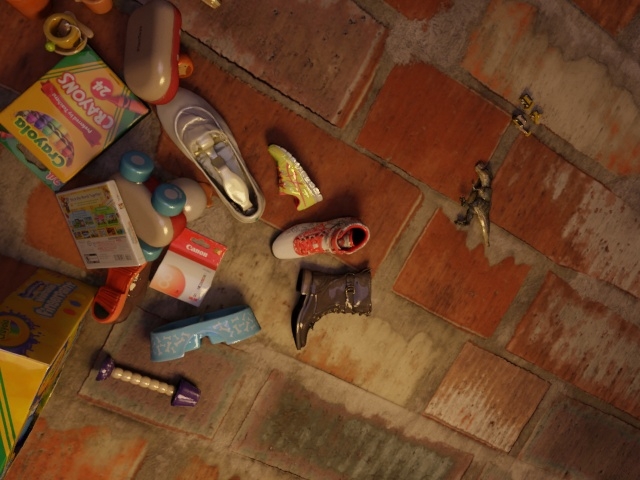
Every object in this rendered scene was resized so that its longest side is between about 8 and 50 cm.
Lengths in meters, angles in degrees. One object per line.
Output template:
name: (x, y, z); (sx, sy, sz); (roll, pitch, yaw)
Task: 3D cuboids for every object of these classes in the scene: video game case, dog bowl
video game case: (-0.533, -0.032, 1.149); (0.026, 0.227, 0.206); (-36, 115, -51)
dog bowl: (-0.311, 0.242, 1.275); (0.298, 0.166, 0.074); (-13, 93, -10)

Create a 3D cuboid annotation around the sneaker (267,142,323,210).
sneaker: (-0.084, -0.166, 1.275); (0.094, 0.081, 0.208); (-38, 108, -1)

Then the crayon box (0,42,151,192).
crayon box: (-0.594, -0.282, 1.128); (0.318, 0.081, 0.202); (-42, 108, -1)

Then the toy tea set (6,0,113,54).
toy tea set: (-0.534, -0.579, 1.021); (0.200, 0.124, 0.336); (35, 80, -1)

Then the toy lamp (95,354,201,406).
toy lamp: (-0.467, 0.393, 1.311); (0.275, 0.080, 0.080); (27, 95, -16)

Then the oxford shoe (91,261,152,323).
oxford shoe: (-0.492, 0.088, 1.243); (0.097, 0.098, 0.271); (24, 82, 20)

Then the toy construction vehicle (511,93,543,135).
toy construction vehicle: (0.613, -0.373, 1.423); (0.098, 0.035, 0.085); (38, 81, -20)

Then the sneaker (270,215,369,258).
sneaker: (0.000, -0.001, 1.297); (0.270, 0.145, 0.090); (-15, 105, -9)

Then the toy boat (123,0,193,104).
toy boat: (-0.367, -0.432, 1.127); (0.151, 0.151, 0.230); (12, 78, -56)

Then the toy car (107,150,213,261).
toy car: (-0.377, -0.107, 1.184); (0.210, 0.238, 0.219); (45, 129, 7)

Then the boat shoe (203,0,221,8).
boat shoe: (-0.327, -0.610, 1.134); (0.190, 0.068, 0.072); (37, 104, -8)

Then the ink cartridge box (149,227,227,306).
ink cartridge box: (-0.354, 0.072, 1.284); (0.146, 0.045, 0.179); (27, 97, -18)

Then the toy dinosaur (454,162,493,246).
toy dinosaur: (0.470, -0.095, 1.435); (0.118, 0.064, 0.268); (-12, 108, -18)

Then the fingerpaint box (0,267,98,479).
fingerpaint box: (-0.677, 0.306, 1.048); (0.163, 0.445, 0.371); (25, 95, -18)

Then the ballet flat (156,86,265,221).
ballet flat: (-0.262, -0.214, 1.196); (0.139, 0.139, 0.400); (-34, 107, -4)

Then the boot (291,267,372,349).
boot: (0.040, 0.199, 1.380); (0.229, 0.091, 0.262); (7, 98, -14)
